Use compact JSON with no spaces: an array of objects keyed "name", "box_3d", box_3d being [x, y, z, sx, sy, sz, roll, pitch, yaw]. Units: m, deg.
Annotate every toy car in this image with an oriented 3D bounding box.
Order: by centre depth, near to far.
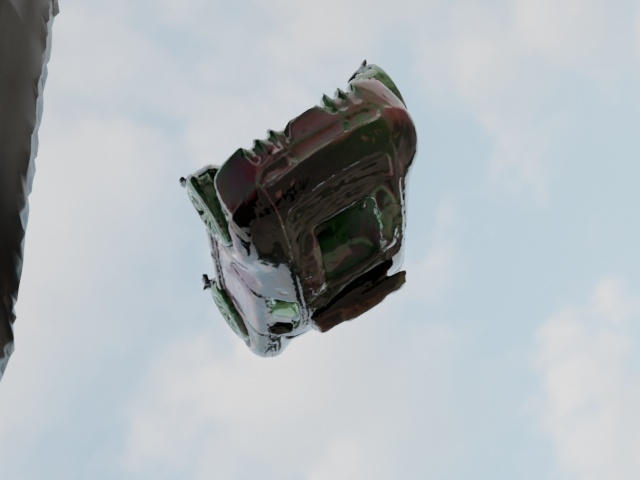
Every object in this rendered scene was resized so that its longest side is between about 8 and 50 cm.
[{"name":"toy car","box_3d":[0.000,0.000,0.432,0.069,0.055,0.142,-33,-20,-13]}]

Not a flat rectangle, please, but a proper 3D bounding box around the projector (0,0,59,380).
[{"name":"projector","box_3d":[-0.271,-0.088,0.280,0.405,0.242,0.395,37,-138,-45]}]
